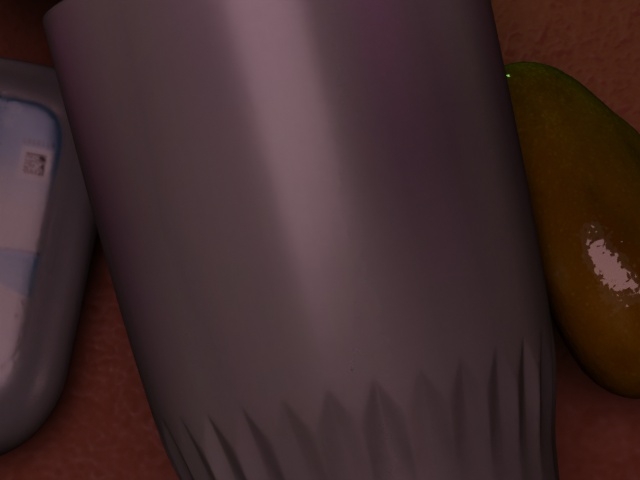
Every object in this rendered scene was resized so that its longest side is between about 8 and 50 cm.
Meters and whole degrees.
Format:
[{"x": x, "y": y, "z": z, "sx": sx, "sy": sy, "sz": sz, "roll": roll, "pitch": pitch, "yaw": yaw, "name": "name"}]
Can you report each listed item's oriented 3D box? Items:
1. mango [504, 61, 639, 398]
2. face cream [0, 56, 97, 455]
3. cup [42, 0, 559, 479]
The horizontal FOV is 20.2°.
[{"x": 0.171, "y": -0.011, "z": 1.099, "sx": 0.099, "sy": 0.136, "sz": 0.227, "roll": -37, "pitch": 71, "yaw": 34, "name": "mango"}, {"x": -0.234, "y": 0.051, "z": 1.135, "sx": 0.163, "sy": 0.080, "sz": 0.336, "roll": 10, "pitch": 80, "yaw": 8, "name": "face cream"}, {"x": 0.000, "y": 0.000, "z": 1.033, "sx": 0.253, "sy": 0.253, "sz": 0.371, "roll": -13, "pitch": 89, "yaw": 1, "name": "cup"}]
